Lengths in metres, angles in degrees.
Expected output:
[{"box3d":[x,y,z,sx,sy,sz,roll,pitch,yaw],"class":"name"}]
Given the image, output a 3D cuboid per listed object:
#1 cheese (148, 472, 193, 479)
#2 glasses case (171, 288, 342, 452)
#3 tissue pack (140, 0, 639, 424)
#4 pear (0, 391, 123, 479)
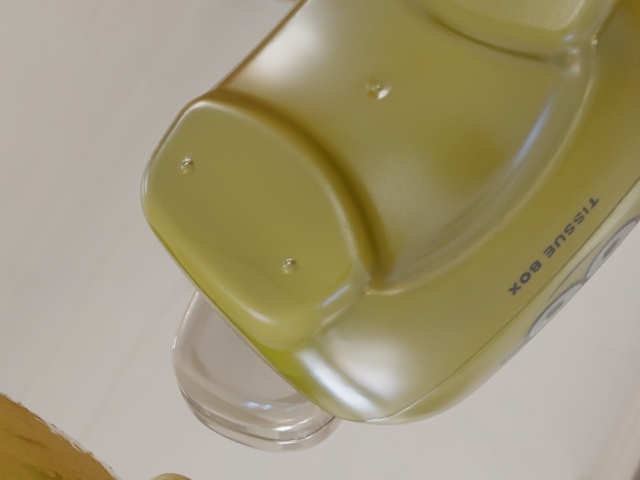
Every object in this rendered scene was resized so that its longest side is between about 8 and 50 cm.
[{"box3d":[-0.095,0.254,1.528,0.123,0.094,0.167,27,178,-15],"class":"cheese"},{"box3d":[0.000,0.000,0.852,0.083,0.196,0.050,17,158,14],"class":"glasses case"},{"box3d":[0.040,-0.029,0.618,0.123,0.178,0.127,43,-178,32],"class":"tissue pack"},{"box3d":[-0.212,0.216,0.789,0.348,0.348,0.348,26,162,9],"class":"pear"}]
